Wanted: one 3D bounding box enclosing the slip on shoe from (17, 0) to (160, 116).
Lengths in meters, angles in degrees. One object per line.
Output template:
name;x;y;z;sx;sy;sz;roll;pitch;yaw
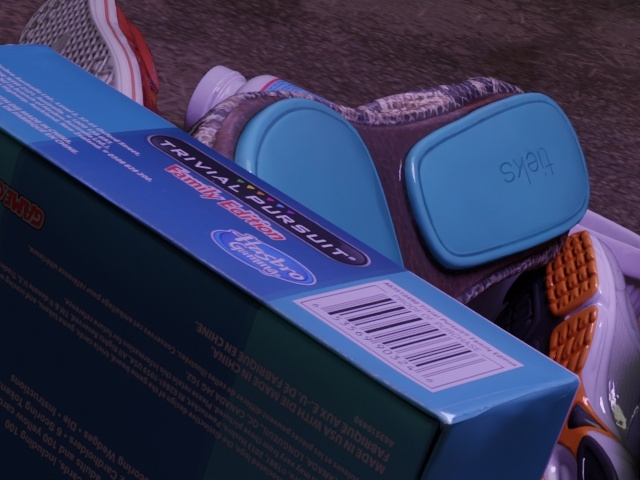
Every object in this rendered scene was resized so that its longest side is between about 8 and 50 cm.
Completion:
slip on shoe;-0.165;-0.092;1.506;0.101;0.123;0.331;44;15;-27

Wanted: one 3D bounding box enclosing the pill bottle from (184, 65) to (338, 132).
pill bottle;-0.026;-0.081;1.615;0.160;0.087;0.087;26;23;17

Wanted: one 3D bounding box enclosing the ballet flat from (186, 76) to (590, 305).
ballet flat;0.000;0.000;1.122;0.182;0.164;0.483;-17;0;26

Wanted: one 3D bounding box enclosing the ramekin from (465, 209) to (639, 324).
ramekin;0.137;0.018;1.430;0.207;0.109;0.207;23;8;-3

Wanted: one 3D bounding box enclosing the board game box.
board game box;-0.082;0.135;0.705;0.254;0.336;0.079;33;26;31

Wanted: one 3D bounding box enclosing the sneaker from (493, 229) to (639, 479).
sneaker;0.182;0.116;1.245;0.121;0.099;0.262;27;45;-31
